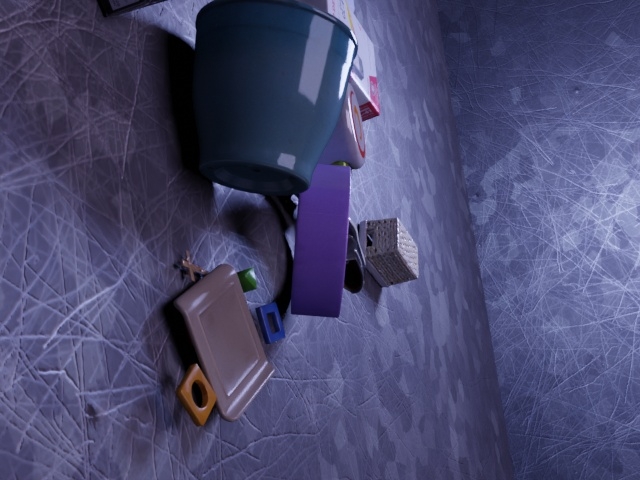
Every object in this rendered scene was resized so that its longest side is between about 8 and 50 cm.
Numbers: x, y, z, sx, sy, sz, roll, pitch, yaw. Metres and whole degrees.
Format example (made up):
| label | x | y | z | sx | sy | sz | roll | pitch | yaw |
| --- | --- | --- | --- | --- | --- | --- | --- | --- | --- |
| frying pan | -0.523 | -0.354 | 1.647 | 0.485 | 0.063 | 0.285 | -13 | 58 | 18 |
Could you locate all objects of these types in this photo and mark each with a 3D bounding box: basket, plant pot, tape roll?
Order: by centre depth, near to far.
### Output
| label | x | y | z | sx | sy | sz | roll | pitch | yaw |
| --- | --- | --- | --- | --- | --- | --- | --- | --- | --- |
| plant pot | -0.091 | -0.217 | 1.316 | 0.272 | 0.272 | 0.255 | 32 | 64 | -61 |
| tape roll | 0.000 | 0.000 | 1.460 | 0.275 | 0.090 | 0.274 | 5 | 90 | -90 |
| basket | 0.173 | 0.028 | 2.016 | 0.167 | 0.103 | 0.113 | 51 | 34 | -50 |

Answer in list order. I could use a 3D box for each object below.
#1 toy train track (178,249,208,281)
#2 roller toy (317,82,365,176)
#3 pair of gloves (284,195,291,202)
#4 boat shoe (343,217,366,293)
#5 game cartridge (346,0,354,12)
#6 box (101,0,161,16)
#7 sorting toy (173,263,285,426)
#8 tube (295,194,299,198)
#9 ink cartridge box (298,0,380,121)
| label | x | y | z | sx | sy | sz | roll | pitch | yaw |
| --- | --- | --- | --- | --- | --- | --- | --- | --- | --- |
| toy train track | -0.193 | 0.043 | 1.213 | 0.083 | 0.014 | 0.048 | 36 | 38 | -67 |
| roller toy | 0.007 | -0.234 | 1.696 | 0.209 | 0.146 | 0.191 | -83 | 161 | -53 |
| pair of gloves | -0.074 | -0.119 | 1.608 | 0.074 | 0.010 | 0.083 | -76 | 149 | -52 |
| boat shoe | 0.041 | 0.017 | 1.720 | 0.079 | 0.084 | 0.233 | -81 | 153 | -45 |
| game cartridge | 0.018 | -0.749 | 2.160 | 0.196 | 0.060 | 0.294 | -14 | 91 | -73 |
| box | -0.290 | -0.503 | 1.197 | 0.242 | 0.077 | 0.307 | -56 | 129 | -63 |
| sorting toy | -0.150 | 0.151 | 1.214 | 0.196 | 0.047 | 0.347 | 68 | 22 | -10 |
| tube | -0.052 | -0.122 | 1.578 | 0.207 | 0.052 | 0.080 | 62 | 0 | -43 |
| ink cartridge box | 0.022 | -0.436 | 1.875 | 0.306 | 0.131 | 0.226 | 43 | 39 | -57 |
